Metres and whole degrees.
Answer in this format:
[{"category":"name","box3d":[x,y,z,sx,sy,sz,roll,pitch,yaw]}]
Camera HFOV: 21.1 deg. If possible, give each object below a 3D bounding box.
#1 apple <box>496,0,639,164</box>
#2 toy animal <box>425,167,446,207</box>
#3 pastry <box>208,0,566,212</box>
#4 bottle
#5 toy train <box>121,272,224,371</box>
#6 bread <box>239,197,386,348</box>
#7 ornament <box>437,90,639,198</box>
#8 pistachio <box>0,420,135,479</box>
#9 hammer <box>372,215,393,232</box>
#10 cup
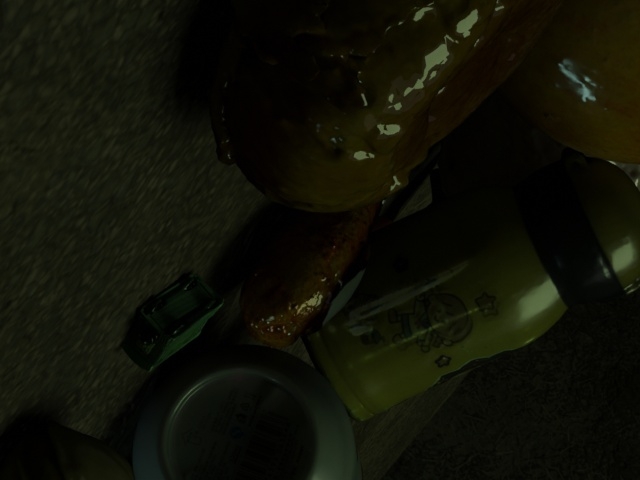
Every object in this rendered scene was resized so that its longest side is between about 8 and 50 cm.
[{"category":"apple","box3d":[0.298,-0.220,1.614,0.299,0.275,0.299,-54,166,-20]},{"category":"toy animal","box3d":[0.146,-0.010,1.948,0.116,0.218,0.179,30,54,-62]},{"category":"pastry","box3d":[0.063,-0.167,1.133,0.356,0.164,0.356,-53,170,-14]},{"category":"bottle","box3d":[0.156,0.036,1.685,0.351,0.171,0.171,-24,173,12]},{"category":"toy train","box3d":[-0.122,0.067,1.400,0.056,0.038,0.093,-54,170,35]},{"category":"bread","box3d":[-0.005,0.007,1.566,0.139,0.095,0.269,-49,-171,34]},{"category":"ornament","box3d":[0.259,-0.093,1.843,0.259,0.259,0.225,-43,158,-39]},{"category":"pistachio","box3d":[-0.197,0.191,1.322,0.113,0.113,0.149,-49,161,-19]},{"category":"hammer","box3d":[0.058,0.008,1.902,0.043,0.043,0.083,-42,162,-42]},{"category":"cup","box3d":[-0.063,0.225,1.649,0.212,0.212,0.317,-50,167,-12]}]
